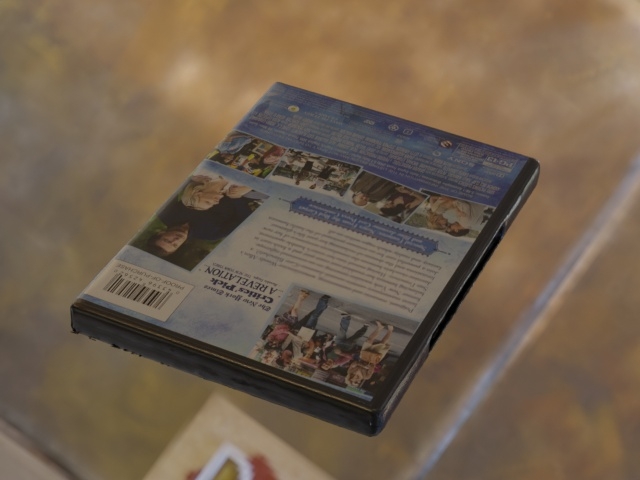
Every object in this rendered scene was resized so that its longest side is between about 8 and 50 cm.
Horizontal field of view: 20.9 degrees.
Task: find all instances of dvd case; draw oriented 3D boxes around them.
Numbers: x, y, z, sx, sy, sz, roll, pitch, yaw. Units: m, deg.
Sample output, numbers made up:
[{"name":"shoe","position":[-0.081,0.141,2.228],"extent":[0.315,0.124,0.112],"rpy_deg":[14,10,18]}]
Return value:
[{"name":"dvd case","position":[0.000,0.000,0.979],"extent":[0.180,0.253,0.022],"rpy_deg":[18,-50,17]}]
